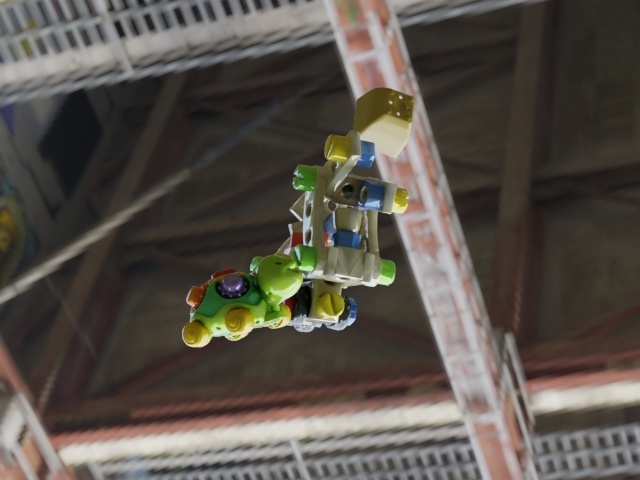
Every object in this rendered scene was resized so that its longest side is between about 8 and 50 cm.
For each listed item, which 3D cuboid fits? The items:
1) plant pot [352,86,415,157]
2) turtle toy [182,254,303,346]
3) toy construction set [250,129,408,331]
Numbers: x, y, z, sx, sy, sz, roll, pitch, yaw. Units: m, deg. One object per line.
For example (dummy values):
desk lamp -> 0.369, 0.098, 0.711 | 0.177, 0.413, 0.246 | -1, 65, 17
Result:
plant pot -> 0.104, -0.190, 2.301 | 0.083, 0.081, 0.081 | 137, -33, -56
turtle toy -> -0.072, 0.056, 1.423 | 0.130, 0.066, 0.095 | -18, 174, 27
toy construction set -> 0.000, 0.000, 1.798 | 0.151, 0.215, 0.327 | 7, 173, -7
